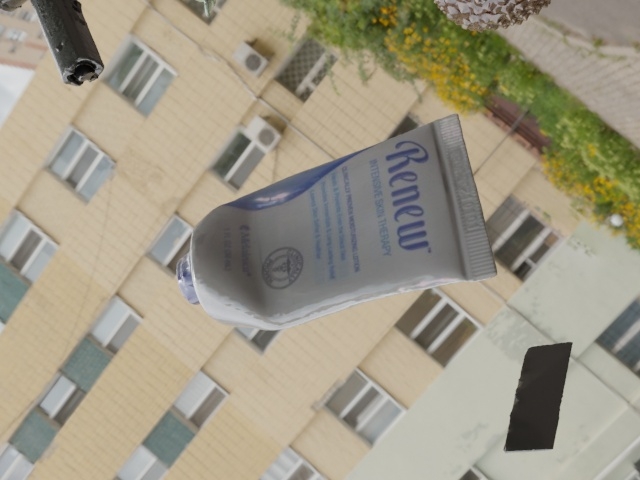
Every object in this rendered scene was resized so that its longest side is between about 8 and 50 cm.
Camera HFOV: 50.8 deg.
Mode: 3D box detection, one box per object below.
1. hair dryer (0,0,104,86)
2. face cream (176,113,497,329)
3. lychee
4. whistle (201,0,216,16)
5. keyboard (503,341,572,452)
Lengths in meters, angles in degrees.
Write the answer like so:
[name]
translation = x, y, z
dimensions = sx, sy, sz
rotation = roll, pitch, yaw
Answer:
[hair dryer]
translation = -0.285, -0.275, 0.737
dimensions = 0.089, 0.197, 0.251
rotation = 22, -139, -65
[face cream]
translation = 0.000, 0.000, 0.874
dimensions = 0.137, 0.420, 0.235
rotation = 45, -147, -52
[lychee]
translation = 0.294, -0.480, 1.139
dimensions = 0.267, 0.267, 0.267
rotation = 37, -166, -11
[whistle]
translation = -0.203, -0.463, 1.182
dimensions = 0.077, 0.114, 0.236
rotation = -6, -154, -3
[keyboard]
translation = 0.312, 0.220, 0.956
dimensions = 0.015, 0.074, 0.196
rotation = 57, -139, -24
